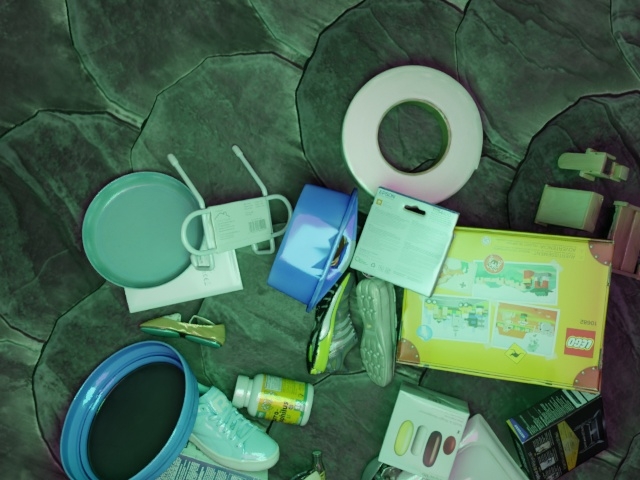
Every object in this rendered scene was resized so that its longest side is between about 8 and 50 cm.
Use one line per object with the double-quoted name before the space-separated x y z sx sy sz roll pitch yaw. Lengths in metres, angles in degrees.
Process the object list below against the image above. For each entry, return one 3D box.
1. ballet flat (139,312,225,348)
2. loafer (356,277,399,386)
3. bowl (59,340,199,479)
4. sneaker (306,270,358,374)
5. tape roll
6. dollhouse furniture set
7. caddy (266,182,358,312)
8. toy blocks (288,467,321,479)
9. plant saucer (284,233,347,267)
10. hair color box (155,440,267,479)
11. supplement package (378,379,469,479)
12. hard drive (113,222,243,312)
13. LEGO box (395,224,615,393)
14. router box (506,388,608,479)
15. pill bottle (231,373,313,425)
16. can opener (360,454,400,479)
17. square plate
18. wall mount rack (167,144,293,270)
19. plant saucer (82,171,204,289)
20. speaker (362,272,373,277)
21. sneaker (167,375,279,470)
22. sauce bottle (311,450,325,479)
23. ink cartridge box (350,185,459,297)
"ballet flat" -0.371 0.236 1.809 0.232 0.080 0.073 14 65 -8
"loafer" 0.172 0.247 1.828 0.111 0.112 0.319 -18 112 -37
"bowl" -0.476 0.444 1.676 0.391 0.391 0.077 -39 134 -1
"sneaker" 0.049 0.229 1.831 0.121 0.111 0.299 13 96 -20
"tape roll" 0.248 -0.279 1.818 0.392 0.072 0.391 0 93 -5
"dollhouse furniture set" 0.809 -0.070 1.891 0.356 0.174 0.303 14 93 -30
"caddy" -0.003 0.013 1.695 0.179 0.241 0.341 21 93 -2
"toy blocks" -0.113 0.821 1.802 0.289 0.260 0.308 -24 89 -35
"plant saucer" 0.000 0.000 1.832 0.200 0.037 0.199 0 93 -5
"hair color box" -0.318 0.594 1.777 0.347 0.174 0.105 20 95 -6
"supplement package" 0.282 0.520 1.815 0.194 0.149 0.203 17 92 11
"hard drive" -0.381 0.065 1.801 0.308 0.040 0.203 -12 95 -4
"LEGO box" 0.471 0.156 1.721 0.500 0.193 0.372 6 94 17
"router box" 0.657 0.534 1.825 0.243 0.081 0.308 -30 132 -3
"pill bottle" -0.132 0.429 1.810 0.209 0.117 0.117 13 93 -6
"can opener" 0.132 0.746 1.889 0.076 0.095 0.283 22 99 -44
"square plate" 0.423 0.736 1.915 0.347 0.049 0.344 -37 96 -1
"wall mount rack" -0.245 -0.091 1.715 0.350 0.130 0.304 -15 100 -42
"plant saucer" -0.461 -0.025 1.751 0.318 0.043 0.317 0 77 -1
"speaker" 0.127 0.066 1.797 0.055 0.136 0.055 0 94 -6
"sneaker" -0.268 0.464 1.720 0.366 0.135 0.150 21 125 17
"sauce bottle" -0.007 0.660 1.875 0.042 0.042 0.128 -4 96 -5
"ink cartridge box" 0.213 0.002 1.672 0.223 0.045 0.223 22 96 18
